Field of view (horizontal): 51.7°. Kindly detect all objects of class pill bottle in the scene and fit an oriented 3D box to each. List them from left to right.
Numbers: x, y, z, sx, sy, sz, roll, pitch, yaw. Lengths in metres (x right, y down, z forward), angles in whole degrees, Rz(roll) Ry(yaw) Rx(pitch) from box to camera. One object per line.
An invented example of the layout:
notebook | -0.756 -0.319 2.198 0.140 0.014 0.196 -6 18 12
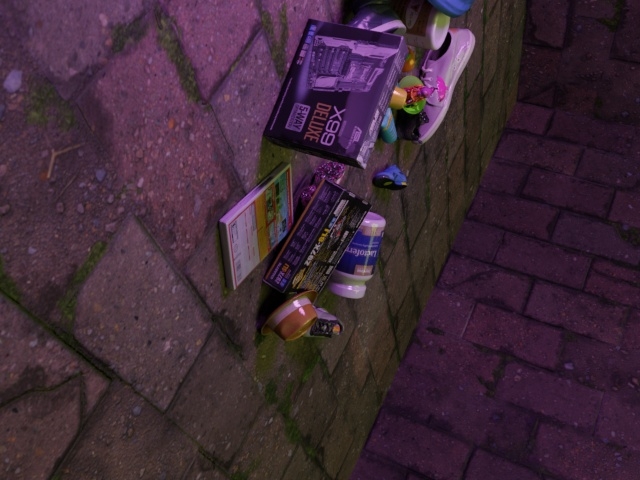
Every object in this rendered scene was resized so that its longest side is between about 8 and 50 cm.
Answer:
pill bottle | 0.108 0.041 2.111 0.153 0.153 0.264 -20 124 -63
pill bottle | 0.221 -0.597 1.777 0.131 0.229 0.131 -49 149 -44

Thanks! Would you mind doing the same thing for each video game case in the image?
video game case | -0.149 -0.039 1.612 0.285 0.025 0.204 -49 148 -44

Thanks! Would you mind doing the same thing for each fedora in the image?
fedora | -0.071 0.221 1.833 0.194 0.079 0.194 -34 161 -14

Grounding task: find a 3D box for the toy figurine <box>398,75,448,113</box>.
toy figurine | 0.332 -0.485 2.157 0.173 0.159 0.130 -18 100 -32

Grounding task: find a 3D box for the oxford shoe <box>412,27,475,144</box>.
oxford shoe | 0.414 -0.571 2.417 0.130 0.169 0.449 17 102 -27

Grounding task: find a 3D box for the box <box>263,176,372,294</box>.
box | 0.000 0.000 1.834 0.322 0.079 0.257 -59 157 6

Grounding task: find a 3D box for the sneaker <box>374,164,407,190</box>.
sneaker | 0.242 -0.231 2.359 0.209 0.069 0.082 4 71 -59

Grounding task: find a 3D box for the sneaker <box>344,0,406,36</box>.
sneaker | 0.083 -0.563 1.684 0.226 0.163 0.086 -21 167 -14

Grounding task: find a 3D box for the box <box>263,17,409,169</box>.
box | 0.037 -0.341 1.528 0.307 0.243 0.076 -69 158 -6

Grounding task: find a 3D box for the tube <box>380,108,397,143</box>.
tube | 0.214 -0.374 2.137 0.207 0.052 0.080 48 54 -74

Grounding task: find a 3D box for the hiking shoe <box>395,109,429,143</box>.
hiking shoe | 0.333 -0.453 2.310 0.086 0.114 0.226 -44 145 -50

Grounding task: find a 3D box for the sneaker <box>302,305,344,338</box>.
sneaker | -0.002 0.262 2.087 0.271 0.108 0.100 13 96 -67

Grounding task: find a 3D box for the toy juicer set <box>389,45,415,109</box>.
toy juicer set | 0.191 -0.476 1.945 0.329 0.090 0.209 -147 -107 -82

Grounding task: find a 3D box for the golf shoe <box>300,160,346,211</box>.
golf shoe | 0.007 -0.147 1.851 0.186 0.068 0.086 -51 158 -21

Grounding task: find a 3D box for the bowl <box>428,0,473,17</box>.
bowl | 0.278 -0.755 1.672 0.391 0.077 0.391 32 44 -36
